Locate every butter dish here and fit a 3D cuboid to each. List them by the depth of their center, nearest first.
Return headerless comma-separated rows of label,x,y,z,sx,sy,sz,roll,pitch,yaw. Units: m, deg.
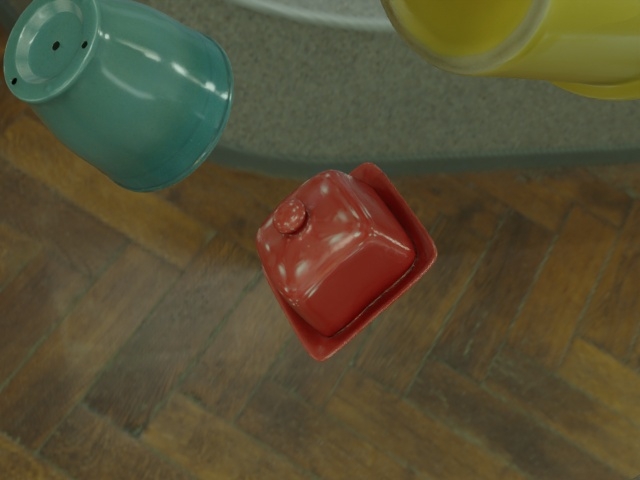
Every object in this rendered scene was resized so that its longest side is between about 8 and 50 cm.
butter dish,0.000,0.000,1.030,0.118,0.160,0.160,37,15,-47

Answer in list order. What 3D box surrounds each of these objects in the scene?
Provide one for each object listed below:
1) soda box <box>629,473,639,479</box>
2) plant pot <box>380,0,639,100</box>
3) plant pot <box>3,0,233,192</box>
soda box,0.177,0.185,0.553,0.098,0.091,0.286,54,31,11
plant pot,0.172,-0.211,0.770,0.239,0.254,0.254,-19,63,-38
plant pot,-0.309,-0.240,1.632,0.255,0.272,0.271,30,33,-54
